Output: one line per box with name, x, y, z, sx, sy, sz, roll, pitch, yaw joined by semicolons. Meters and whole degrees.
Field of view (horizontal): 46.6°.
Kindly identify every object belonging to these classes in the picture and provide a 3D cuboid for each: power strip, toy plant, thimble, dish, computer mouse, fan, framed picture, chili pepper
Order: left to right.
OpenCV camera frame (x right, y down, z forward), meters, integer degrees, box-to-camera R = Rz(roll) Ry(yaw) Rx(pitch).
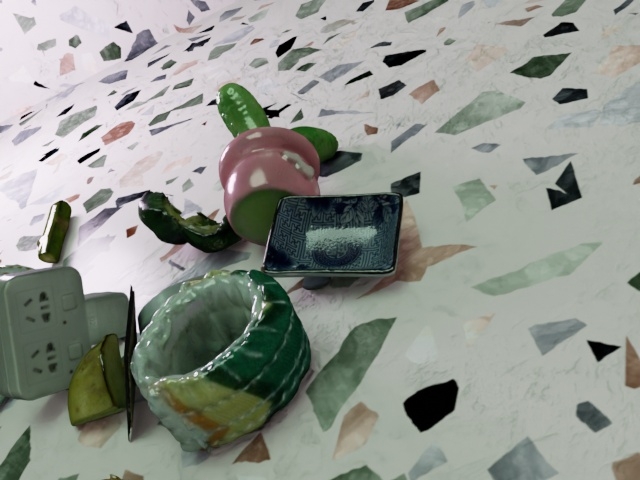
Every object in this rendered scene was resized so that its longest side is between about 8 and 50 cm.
power strip;-0.514;0.163;1.442;0.141;0.230;0.261;-1;7;36
framed picture;-0.324;0.206;1.277;0.010;0.199;0.195;0;34;-10
chili pepper;-0.288;-0.030;1.623;0.264;0.116;0.148;17;28;21
computer mouse;-0.240;0.126;1.364;0.128;0.079;0.231;-45;-12;31
thimble;-0.160;0.187;1.184;0.254;0.167;0.288;9;49;36
toy plant;-0.088;-0.152;1.581;0.211;0.317;0.356;-52;30;28
fan;0.000;0.000;1.472;0.057;0.023;0.282;-16;35;16
dish;0.031;0.007;1.355;0.243;0.080;0.182;-2;52;16

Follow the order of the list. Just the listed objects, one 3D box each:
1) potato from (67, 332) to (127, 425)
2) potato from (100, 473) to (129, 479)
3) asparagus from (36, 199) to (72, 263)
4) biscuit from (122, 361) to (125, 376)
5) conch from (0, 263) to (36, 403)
potato;-0.417;0.247;1.322;0.120;0.081;0.149;-21;67;8
potato;-0.309;0.453;0.958;0.172;0.140;0.300;-5;44;19
asparagus;-0.705;-0.018;1.971;0.067;0.060;0.278;-7;33;-4
biscuit;-0.387;0.262;1.384;0.084;0.023;0.084;-19;34;13
conch;-0.703;0.189;1.549;0.302;0.215;0.319;-21;31;29
